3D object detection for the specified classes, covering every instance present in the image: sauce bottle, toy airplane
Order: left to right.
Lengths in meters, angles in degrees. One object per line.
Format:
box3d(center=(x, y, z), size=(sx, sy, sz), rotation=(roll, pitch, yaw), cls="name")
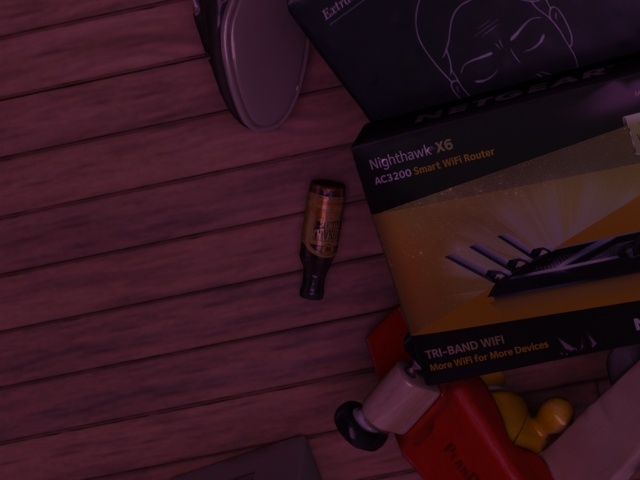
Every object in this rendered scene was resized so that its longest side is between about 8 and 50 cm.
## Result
box3d(center=(0.000, 0.000, 1.604), size=(0.042, 0.042, 0.128), rotation=(6, 104, -1), cls="sauce bottle")
box3d(center=(0.222, 0.260, 1.543), size=(0.386, 0.272, 0.384), rotation=(1, 91, 34), cls="toy airplane")

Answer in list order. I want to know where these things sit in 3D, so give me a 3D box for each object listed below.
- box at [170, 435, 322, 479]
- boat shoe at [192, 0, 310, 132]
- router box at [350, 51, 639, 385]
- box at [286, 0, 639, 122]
box3d(center=(-0.039, 0.421, 1.611), size=(0.168, 0.215, 0.345), rotation=(-20, 101, 7), cls="box")
box3d(center=(-0.085, -0.279, 1.528), size=(0.112, 0.095, 0.335), rotation=(-17, 109, -32), cls="boat shoe")
box3d(center=(0.210, -0.020, 1.345), size=(0.309, 0.081, 0.243), rotation=(-14, 107, 17), cls="router box")
box3d(center=(0.212, -0.174, 1.446), size=(0.293, 0.212, 0.395), rotation=(-33, 101, 22), cls="box")
